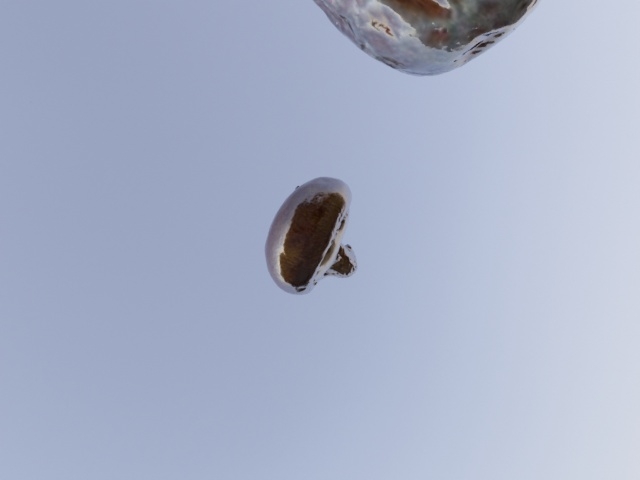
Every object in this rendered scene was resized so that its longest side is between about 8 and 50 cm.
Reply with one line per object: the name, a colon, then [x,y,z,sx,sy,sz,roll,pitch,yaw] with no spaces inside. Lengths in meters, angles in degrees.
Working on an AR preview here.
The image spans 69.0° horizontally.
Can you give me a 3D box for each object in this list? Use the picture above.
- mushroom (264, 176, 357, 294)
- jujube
mushroom: [0.000,0.000,1.220,0.260,0.345,0.345,25,-89,-2]
jujube: [0.093,-0.323,0.479,0.308,0.215,0.246,38,-69,-3]
